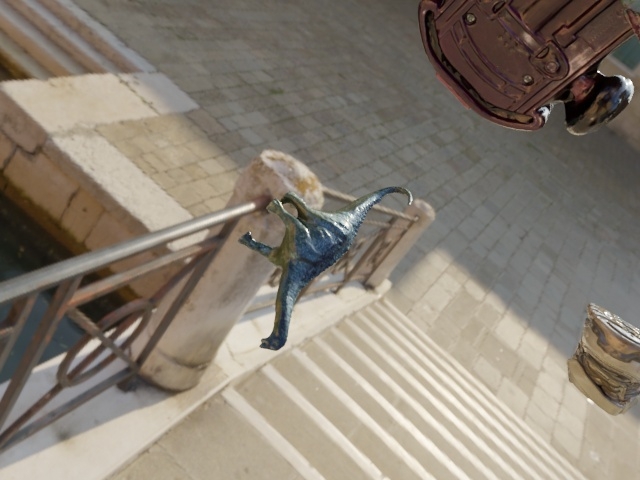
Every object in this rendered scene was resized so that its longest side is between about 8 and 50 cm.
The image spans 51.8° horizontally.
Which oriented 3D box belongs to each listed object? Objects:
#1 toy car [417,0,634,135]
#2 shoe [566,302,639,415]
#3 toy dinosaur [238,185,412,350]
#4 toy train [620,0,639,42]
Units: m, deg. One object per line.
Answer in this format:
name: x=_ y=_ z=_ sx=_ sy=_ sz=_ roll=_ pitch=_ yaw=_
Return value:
toy car: x=0.279 y=-0.291 z=0.713 sx=0.271 sy=0.340 sz=0.240 roll=46 pitch=44 yaw=-6
shoe: x=0.298 y=0.127 z=0.682 sx=0.089 sy=0.092 sz=0.180 roll=37 pitch=10 yaw=30
toy dinosaur: x=-0.011 y=-0.005 z=0.941 sx=0.147 sy=0.076 sz=0.363 roll=42 pitch=54 yaw=4
toy train: x=0.324 y=-0.150 z=0.387 sx=0.177 sy=0.261 sz=0.134 roll=30 pitch=22 yaw=-44
